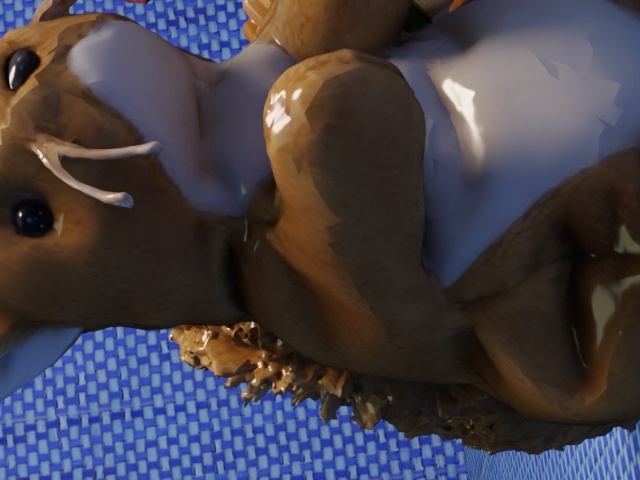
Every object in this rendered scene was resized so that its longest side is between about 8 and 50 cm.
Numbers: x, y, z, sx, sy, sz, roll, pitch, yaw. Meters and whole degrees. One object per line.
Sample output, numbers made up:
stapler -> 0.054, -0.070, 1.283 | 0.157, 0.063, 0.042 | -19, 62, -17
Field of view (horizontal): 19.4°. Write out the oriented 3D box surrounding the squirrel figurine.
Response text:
squirrel figurine -> 0.000, 0.000, 0.954 | 0.397, 0.370, 0.281 | 84, 178, -63

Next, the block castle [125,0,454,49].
block castle -> -0.035, -0.237, 1.120 | 0.303, 0.213, 0.453 | 43, 160, 18
